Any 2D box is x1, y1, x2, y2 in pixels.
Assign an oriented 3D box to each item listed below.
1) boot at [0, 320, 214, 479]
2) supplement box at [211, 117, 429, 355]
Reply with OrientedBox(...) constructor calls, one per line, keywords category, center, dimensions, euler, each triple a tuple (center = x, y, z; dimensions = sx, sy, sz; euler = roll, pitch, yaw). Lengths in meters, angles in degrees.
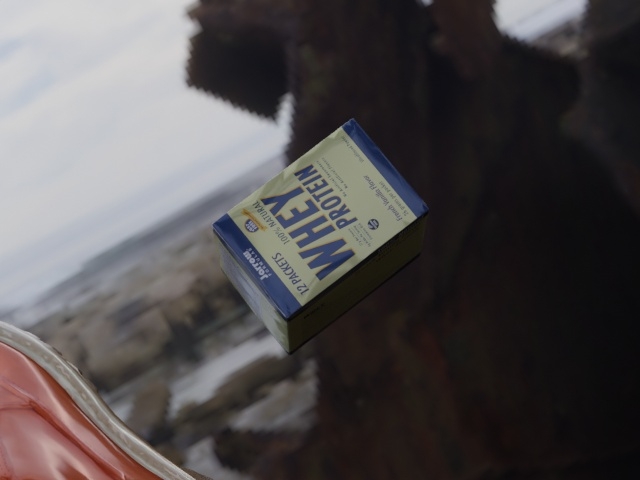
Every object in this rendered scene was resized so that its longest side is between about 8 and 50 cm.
OrientedBox(category="boot", center=(-0.082, 0.057, 0.444), dimensions=(0.085, 0.158, 0.059), euler=(13, -78, -62))
OrientedBox(category="supplement box", center=(0.000, 0.000, 0.872), dimensions=(0.083, 0.056, 0.083), euler=(-38, -12, -9))
